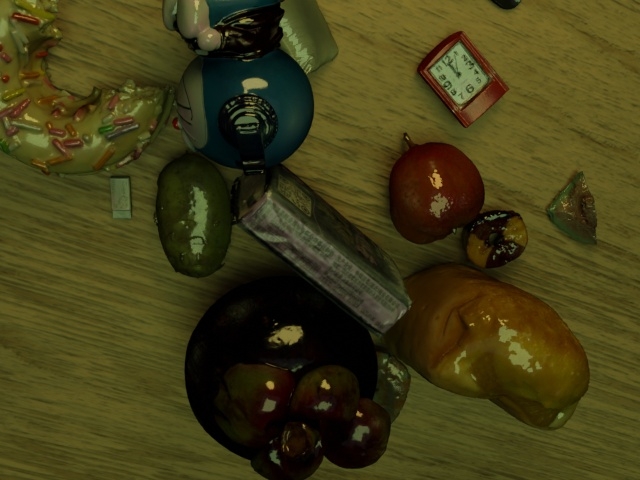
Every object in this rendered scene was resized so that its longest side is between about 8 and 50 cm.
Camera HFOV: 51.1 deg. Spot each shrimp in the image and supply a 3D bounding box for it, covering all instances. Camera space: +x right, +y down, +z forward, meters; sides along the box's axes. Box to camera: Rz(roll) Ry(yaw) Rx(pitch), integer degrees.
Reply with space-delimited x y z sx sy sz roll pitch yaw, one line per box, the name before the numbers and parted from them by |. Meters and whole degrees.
shrimp | 0.098 0.379 1.532 0.164 0.062 0.317 23 118 11

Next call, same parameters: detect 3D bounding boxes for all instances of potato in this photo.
potato | -0.244 -0.049 1.293 0.149 0.113 0.252 -4 99 7

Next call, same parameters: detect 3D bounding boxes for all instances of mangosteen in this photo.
mangosteen | -0.052 0.262 1.268 0.381 0.435 0.382 -9 108 -28

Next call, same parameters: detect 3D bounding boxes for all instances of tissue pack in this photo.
tissue pack | 0.000 0.000 1.271 0.361 0.259 0.122 40 103 -21

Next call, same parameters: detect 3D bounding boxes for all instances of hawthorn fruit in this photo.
hawthorn fruit | 0.215 -0.113 1.320 0.196 0.196 0.226 -24 87 1

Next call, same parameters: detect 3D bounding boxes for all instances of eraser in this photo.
eraser | -0.388 -0.084 1.304 0.038 0.019 0.083 -2 111 -10

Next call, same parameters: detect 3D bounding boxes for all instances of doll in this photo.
doll | -0.133 -0.261 1.104 0.240 0.284 0.310 -7 115 -6

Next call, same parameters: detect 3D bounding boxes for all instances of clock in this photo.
clock | 0.272 -0.315 1.302 0.113 0.061 0.155 -42 108 8

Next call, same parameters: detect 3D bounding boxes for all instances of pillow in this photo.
pillow | -0.053 -0.420 1.185 0.144 0.078 0.254 -44 117 -36

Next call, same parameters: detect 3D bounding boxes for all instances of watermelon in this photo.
watermelon | 0.554 -0.051 1.443 0.101 0.080 0.155 -28 128 12

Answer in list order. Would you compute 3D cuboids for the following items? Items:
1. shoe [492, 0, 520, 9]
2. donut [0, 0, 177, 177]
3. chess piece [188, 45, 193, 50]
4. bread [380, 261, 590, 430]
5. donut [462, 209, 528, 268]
shoe | 0.312 -0.496 1.243 0.179 0.049 0.071 32 102 -18
donut | -0.461 -0.268 1.154 0.307 0.150 0.371 -38 112 6
chess piece | -0.172 -0.406 1.198 0.060 0.060 0.172 29 102 -18
bread | 0.350 0.201 1.348 0.360 0.394 0.250 24 89 -14
donut | 0.370 -0.009 1.431 0.140 0.059 0.141 -3 111 -9
